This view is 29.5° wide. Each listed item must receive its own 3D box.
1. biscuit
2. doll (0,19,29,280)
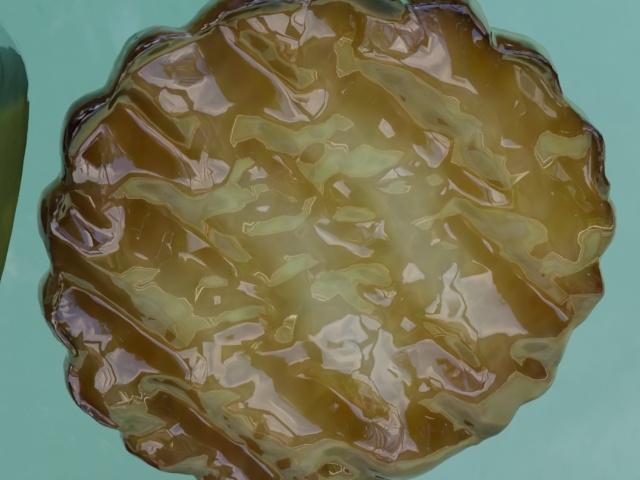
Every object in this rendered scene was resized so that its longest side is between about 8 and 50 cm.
[{"bbox_3d":[0.000,0.000,0.691,0.326,0.325,0.107,-13,29,-2],"label":"biscuit"},{"bbox_3d":[-0.237,-0.032,0.398,0.261,0.161,0.177,14,110,1],"label":"doll"}]
